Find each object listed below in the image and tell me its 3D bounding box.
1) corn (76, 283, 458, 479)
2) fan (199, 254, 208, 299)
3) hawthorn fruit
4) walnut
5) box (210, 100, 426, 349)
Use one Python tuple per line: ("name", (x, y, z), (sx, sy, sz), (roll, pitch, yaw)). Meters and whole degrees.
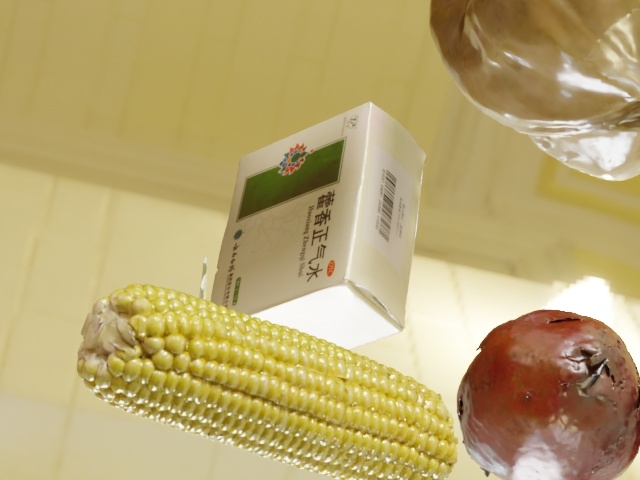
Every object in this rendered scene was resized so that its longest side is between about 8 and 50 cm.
("corn", (-0.028, 0.091, 1.124), (0.081, 0.248, 0.081), (-40, -140, 43))
("fan", (-0.131, 0.086, 2.061), (0.240, 0.009, 0.131), (100, -5, -66))
("hawthorn fruit", (0.228, 0.141, 1.726), (0.235, 0.181, 0.181), (121, -19, -58))
("walnut", (0.292, -0.259, 1.916), (0.383, 0.383, 0.383), (-167, -90, -83))
("box", (0.000, 0.000, 1.713), (0.168, 0.095, 0.212), (-20, -136, 32))
